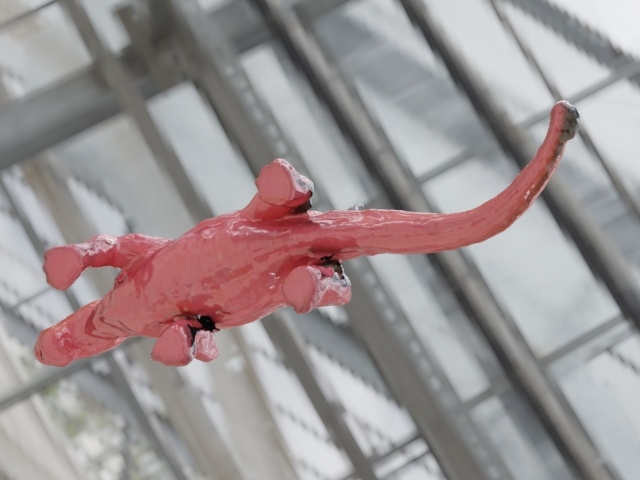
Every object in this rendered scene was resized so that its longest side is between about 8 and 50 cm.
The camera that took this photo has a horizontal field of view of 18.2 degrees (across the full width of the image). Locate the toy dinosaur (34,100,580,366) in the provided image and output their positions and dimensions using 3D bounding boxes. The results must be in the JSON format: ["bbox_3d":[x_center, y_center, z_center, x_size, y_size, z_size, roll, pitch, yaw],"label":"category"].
[{"bbox_3d":[-0.001,0.001,0.907,0.070,0.286,0.139,70,18,5],"label":"toy dinosaur"}]
